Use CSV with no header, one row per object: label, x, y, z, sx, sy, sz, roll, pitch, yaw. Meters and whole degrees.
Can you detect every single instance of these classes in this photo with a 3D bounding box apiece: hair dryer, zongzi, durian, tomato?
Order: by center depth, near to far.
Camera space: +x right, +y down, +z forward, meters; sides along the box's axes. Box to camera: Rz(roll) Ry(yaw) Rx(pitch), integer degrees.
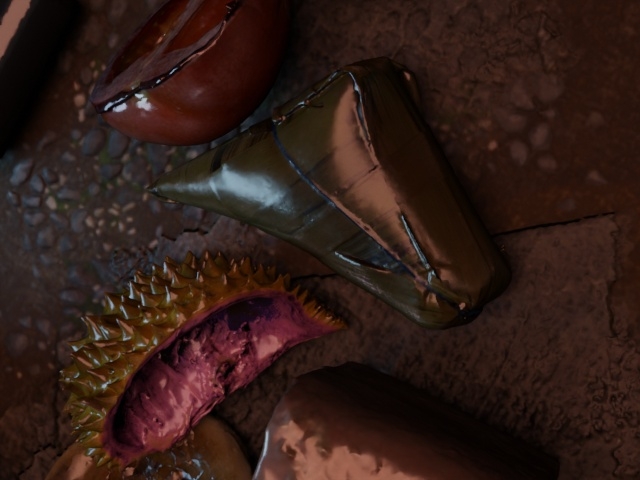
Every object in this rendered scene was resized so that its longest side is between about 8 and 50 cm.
zongzi,0.000,0.000,1.350,0.289,0.123,0.260,-30,86,27
tomato,-0.096,-0.169,1.351,0.112,0.199,0.228,43,150,-25
durian,-0.148,0.090,1.387,0.260,0.153,0.186,-45,40,-7
hair dryer,-0.379,-0.210,1.474,0.251,0.089,0.197,35,102,20

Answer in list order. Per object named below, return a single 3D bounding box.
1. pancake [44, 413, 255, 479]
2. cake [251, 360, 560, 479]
pancake,-0.163,0.293,1.425,0.282,0.049,0.282,-4,81,27
cake,0.056,0.253,1.241,0.230,0.309,0.237,25,96,10
